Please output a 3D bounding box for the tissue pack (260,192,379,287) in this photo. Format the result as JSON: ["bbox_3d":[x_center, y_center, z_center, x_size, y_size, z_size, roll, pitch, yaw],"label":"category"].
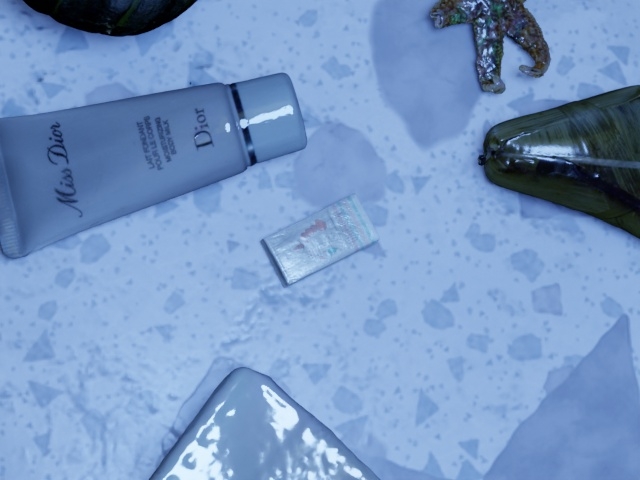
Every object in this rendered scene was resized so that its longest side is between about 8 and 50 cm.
[{"bbox_3d":[0.000,0.000,1.388,0.108,0.023,0.056,-25,83,-15],"label":"tissue pack"}]

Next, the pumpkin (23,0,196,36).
[{"bbox_3d":[-0.219,-0.305,1.336,0.250,0.216,0.250,21,46,-24],"label":"pumpkin"}]

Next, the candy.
[{"bbox_3d":[-0.107,0.308,1.239,0.208,0.145,0.358,39,75,-1],"label":"candy"}]

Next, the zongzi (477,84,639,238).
[{"bbox_3d":[0.268,-0.040,1.416,0.205,0.094,0.204,-16,89,-9],"label":"zongzi"}]

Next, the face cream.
[{"bbox_3d":[-0.171,-0.088,1.357,0.314,0.089,0.143,-16,80,-2],"label":"face cream"}]

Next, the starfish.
[{"bbox_3d":[0.176,-0.255,1.475,0.150,0.053,0.209,-24,78,-27],"label":"starfish"}]
